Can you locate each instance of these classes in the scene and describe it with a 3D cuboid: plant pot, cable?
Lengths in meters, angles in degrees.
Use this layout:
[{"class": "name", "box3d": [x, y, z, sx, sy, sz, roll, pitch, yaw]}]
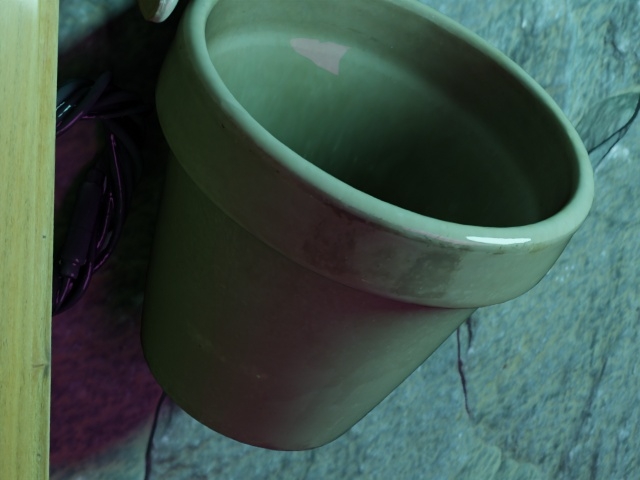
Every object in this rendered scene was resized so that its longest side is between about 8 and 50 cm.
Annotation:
[{"class": "plant pot", "box3d": [0.000, 0.000, 1.127, 0.263, 0.263, 0.229, -12, 138, -46]}, {"class": "cable", "box3d": [-0.158, -0.016, 1.066, 0.184, 0.047, 0.151, -40, 139, -28]}]

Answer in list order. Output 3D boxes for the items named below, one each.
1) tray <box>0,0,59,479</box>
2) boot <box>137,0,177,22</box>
[{"class": "tray", "box3d": [-0.229, 0.050, 0.908, 0.202, 0.076, 0.411, -11, 113, -41]}, {"class": "boot", "box3d": [-0.059, -0.165, 1.058, 0.087, 0.042, 0.118, 19, 64, -38]}]
